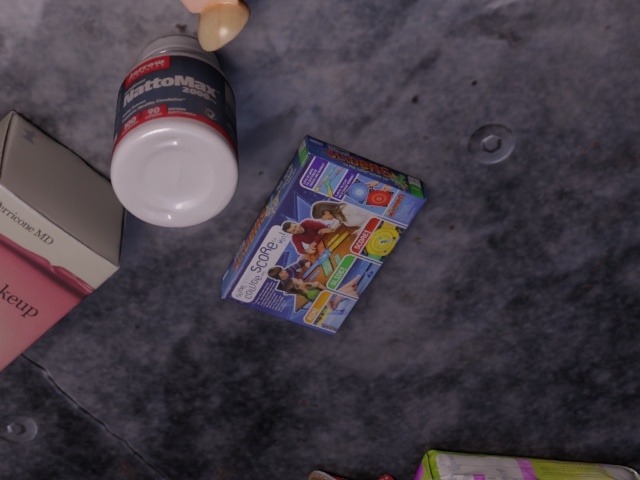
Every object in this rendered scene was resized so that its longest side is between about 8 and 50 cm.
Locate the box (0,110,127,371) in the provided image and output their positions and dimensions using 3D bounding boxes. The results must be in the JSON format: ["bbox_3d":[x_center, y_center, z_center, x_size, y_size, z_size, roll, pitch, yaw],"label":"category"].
[{"bbox_3d":[-0.319,0.017,1.202,0.232,0.126,0.149,-39,121,22],"label":"box"}]

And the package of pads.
[{"bbox_3d":[0.242,0.372,1.552,0.297,0.101,0.229,7,127,-14],"label":"package of pads"}]

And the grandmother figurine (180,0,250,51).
[{"bbox_3d":[-0.147,-0.321,0.978,0.208,0.104,0.342,-49,124,-7],"label":"grandmother figurine"}]

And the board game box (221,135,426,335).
[{"bbox_3d":[0.000,0.000,1.281,0.136,0.035,0.201,21,122,-21],"label":"board game box"}]

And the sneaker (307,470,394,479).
[{"bbox_3d":[0.046,0.306,1.524,0.118,0.067,0.042,30,126,9],"label":"sneaker"}]

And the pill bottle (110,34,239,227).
[{"bbox_3d":[-0.128,-0.104,1.096,0.108,0.180,0.108,-3,127,-4],"label":"pill bottle"}]
